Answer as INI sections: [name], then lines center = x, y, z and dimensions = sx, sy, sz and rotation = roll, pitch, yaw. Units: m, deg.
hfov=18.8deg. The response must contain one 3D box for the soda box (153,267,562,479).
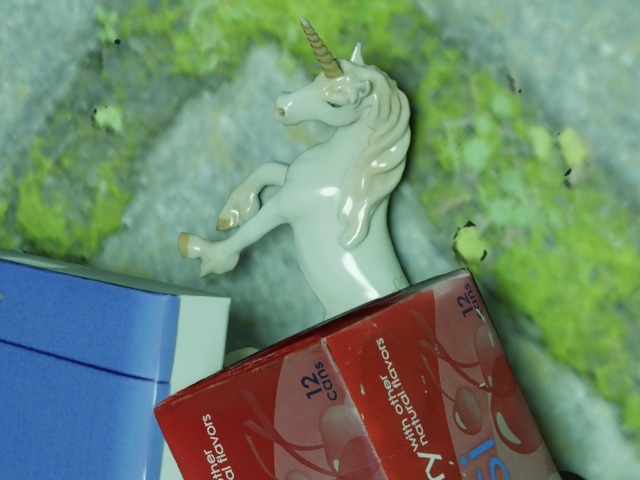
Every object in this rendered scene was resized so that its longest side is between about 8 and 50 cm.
[soda box]
center = 0.049, 0.150, 0.641
dimensions = 0.083, 0.092, 0.263
rotation = -25, 88, 39

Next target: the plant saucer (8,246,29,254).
[plant saucer]
center = -0.190, 0.055, 0.868
dimensions = 0.192, 0.018, 0.067
rotation = -16, 89, 35

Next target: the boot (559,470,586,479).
[boot]
center = 0.074, 0.151, 0.704
dimensions = 0.114, 0.037, 0.106
rotation = -34, 77, 37

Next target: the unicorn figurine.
[unicorn figurine]
center = 0.000, 0.000, 0.718
dimensions = 0.111, 0.060, 0.162
rotation = -21, 103, 33

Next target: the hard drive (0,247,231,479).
[hard drive]
center = -0.126, 0.166, 0.748
dimensions = 0.210, 0.040, 0.318
rotation = 9, 94, 50
